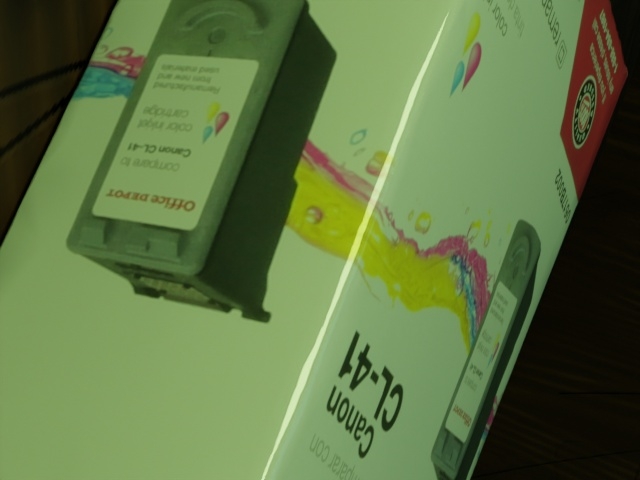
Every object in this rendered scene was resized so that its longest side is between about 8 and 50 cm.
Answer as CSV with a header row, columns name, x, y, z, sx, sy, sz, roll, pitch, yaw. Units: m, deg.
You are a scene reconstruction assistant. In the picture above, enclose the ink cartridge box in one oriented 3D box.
name,x,y,z,sx,sy,sz,roll,pitch,yaw
ink cartridge box,0.000,0.000,0.657,0.306,0.131,0.226,-69,157,-17
